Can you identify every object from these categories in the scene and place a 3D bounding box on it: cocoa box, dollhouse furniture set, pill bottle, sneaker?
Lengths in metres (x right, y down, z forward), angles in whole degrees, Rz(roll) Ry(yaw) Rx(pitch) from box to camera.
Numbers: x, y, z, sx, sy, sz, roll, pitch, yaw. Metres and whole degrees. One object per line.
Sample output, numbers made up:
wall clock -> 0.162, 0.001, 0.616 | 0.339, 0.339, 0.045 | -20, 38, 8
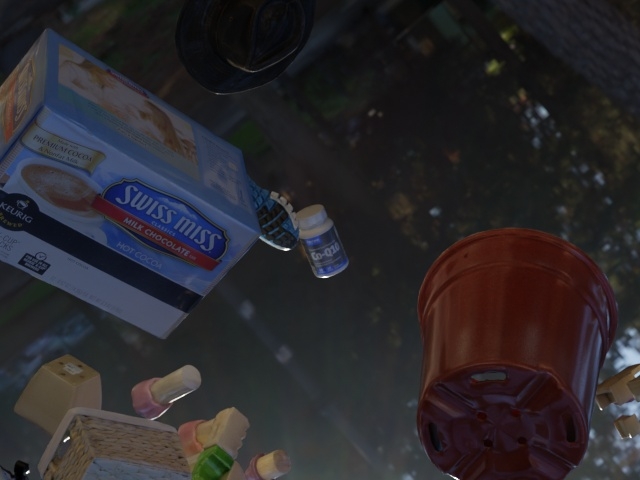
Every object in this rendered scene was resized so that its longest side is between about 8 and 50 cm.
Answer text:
cocoa box -> -0.290, -0.074, 1.448 | 0.228, 0.347, 0.231 | -46, -148, 20
dollhouse furniture set -> 0.785, 0.381, 2.211 | 0.198, 0.303, 0.286 | -27, 177, -28
pill bottle -> 0.000, 0.000, 2.181 | 0.078, 0.137, 0.078 | -20, -158, 8
sneaker -> -0.102, -0.043, 1.631 | 0.071, 0.191, 0.083 | -38, 154, -22

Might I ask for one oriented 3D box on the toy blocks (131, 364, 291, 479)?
toy blocks -> -0.241, 0.420, 1.723 | 0.260, 0.309, 0.288 | -31, -155, 36

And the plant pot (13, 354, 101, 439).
plant pot -> -0.435, 0.258, 1.802 | 0.109, 0.109, 0.096 | -26, 140, -62

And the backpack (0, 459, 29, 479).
backpack -> -0.626, 0.500, 1.765 | 0.276, 0.263, 0.213 | -30, 141, 6

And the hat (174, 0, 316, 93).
hat -> -0.122, -0.428, 2.173 | 0.331, 0.331, 0.134 | -41, -135, -5

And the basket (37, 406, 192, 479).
basket -> -0.269, 0.304, 1.404 | 0.113, 0.167, 0.103 | -58, -143, 16

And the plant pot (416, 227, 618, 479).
plant pot -> 0.238, 0.164, 1.350 | 0.272, 0.272, 0.265 | -38, -167, 29
